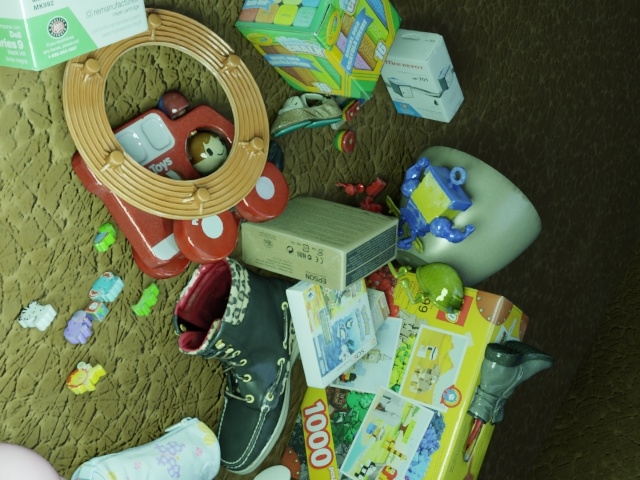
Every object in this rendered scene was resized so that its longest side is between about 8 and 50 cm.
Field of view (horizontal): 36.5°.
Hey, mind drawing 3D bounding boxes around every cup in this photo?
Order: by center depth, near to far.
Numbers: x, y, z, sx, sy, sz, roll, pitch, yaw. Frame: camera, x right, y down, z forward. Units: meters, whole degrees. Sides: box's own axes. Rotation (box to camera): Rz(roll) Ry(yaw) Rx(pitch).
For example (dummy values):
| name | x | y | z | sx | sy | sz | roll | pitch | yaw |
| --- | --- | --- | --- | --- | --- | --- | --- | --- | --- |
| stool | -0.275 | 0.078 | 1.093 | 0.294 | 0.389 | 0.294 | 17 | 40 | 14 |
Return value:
| name | x | y | z | sx | sy | sz | roll | pitch | yaw |
| --- | --- | --- | --- | --- | --- | --- | --- | --- | --- |
| cup | 0.298 | -0.020 | 2.210 | 0.237 | 0.331 | 0.331 | -52 | 142 | -15 |

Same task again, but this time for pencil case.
| name | x | y | z | sx | sy | sz | roll | pitch | yaw |
| --- | --- | --- | --- | --- | --- | --- | --- | --- | --- |
| pencil case | -0.291 | 0.395 | 1.649 | 0.273 | 0.113 | 0.124 | -15 | 116 | -53 |

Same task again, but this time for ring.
| name | x | y | z | sx | sy | sz | roll | pitch | yaw |
| --- | --- | --- | --- | --- | --- | --- | --- | --- | --- |
| ring | -0.216 | -0.194 | 1.438 | 0.336 | 0.032 | 0.337 | 14 | 66 | -32 |

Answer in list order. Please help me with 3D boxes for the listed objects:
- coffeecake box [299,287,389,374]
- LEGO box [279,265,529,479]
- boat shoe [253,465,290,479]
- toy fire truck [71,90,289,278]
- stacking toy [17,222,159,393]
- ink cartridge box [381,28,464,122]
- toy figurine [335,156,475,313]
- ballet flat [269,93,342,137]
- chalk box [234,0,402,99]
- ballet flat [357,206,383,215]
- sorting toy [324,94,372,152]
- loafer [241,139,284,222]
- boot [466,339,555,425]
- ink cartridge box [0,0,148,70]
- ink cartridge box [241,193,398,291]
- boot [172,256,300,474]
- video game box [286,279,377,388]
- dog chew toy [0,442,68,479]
| name | x | y | z | sx | sy | sz | roll | pitch | yaw |
| --- | --- | --- | --- | --- | --- | --- | --- | --- | --- |
| coffeecake box | 0.035 | 0.175 | 2.025 | 0.185 | 0.142 | 0.068 | -50 | 139 | -34 |
| LEGO box | 0.181 | 0.334 | 2.098 | 0.193 | 0.372 | 0.500 | 33 | 74 | -55 |
| boat shoe | -0.126 | 0.548 | 2.008 | 0.184 | 0.066 | 0.063 | -52 | 154 | -36 |
| toy fire truck | -0.212 | -0.100 | 1.528 | 0.302 | 0.169 | 0.254 | -41 | 105 | -38 |
| stacking toy | -0.353 | 0.103 | 1.502 | 0.221 | 0.052 | 0.167 | -58 | 141 | -33 |
| ink cartridge box | 0.212 | -0.355 | 2.086 | 0.082 | 0.139 | 0.191 | -59 | 143 | -21 |
| toy figurine | 0.222 | -0.056 | 1.977 | 0.191 | 0.362 | 0.217 | 16 | 126 | -48 |
| ballet flat | -0.035 | -0.243 | 1.844 | 0.206 | 0.073 | 0.067 | -21 | 92 | -54 |
| chalk box | -0.013 | -0.399 | 1.697 | 0.289 | 0.180 | 0.179 | 38 | 70 | -54 |
| ballet flat | 0.090 | -0.031 | 2.091 | 0.247 | 0.083 | 0.087 | -20 | 105 | -54 |
| sorting toy | 0.062 | -0.319 | 1.962 | 0.132 | 0.046 | 0.274 | -47 | 137 | -37 |
| loafer | -0.127 | -0.083 | 1.742 | 0.223 | 0.076 | 0.078 | -60 | 136 | -29 |
| boot | 0.382 | 0.293 | 1.986 | 0.246 | 0.083 | 0.161 | 7 | 103 | -50 |
| ink cartridge box | -0.354 | -0.388 | 1.239 | 0.211 | 0.121 | 0.289 | -36 | 130 | -45 |
| ink cartridge box | 0.000 | 0.000 | 1.821 | 0.193 | 0.234 | 0.088 | -27 | 124 | -48 |
| boot | -0.158 | 0.220 | 1.759 | 0.284 | 0.138 | 0.377 | 36 | 73 | -54 |
| video game box | 0.026 | 0.150 | 1.857 | 0.187 | 0.048 | 0.205 | -35 | 120 | -47 |
| dog chew toy | -0.424 | 0.417 | 1.391 | 0.207 | 0.206 | 0.332 | -63 | 153 | -18 |
